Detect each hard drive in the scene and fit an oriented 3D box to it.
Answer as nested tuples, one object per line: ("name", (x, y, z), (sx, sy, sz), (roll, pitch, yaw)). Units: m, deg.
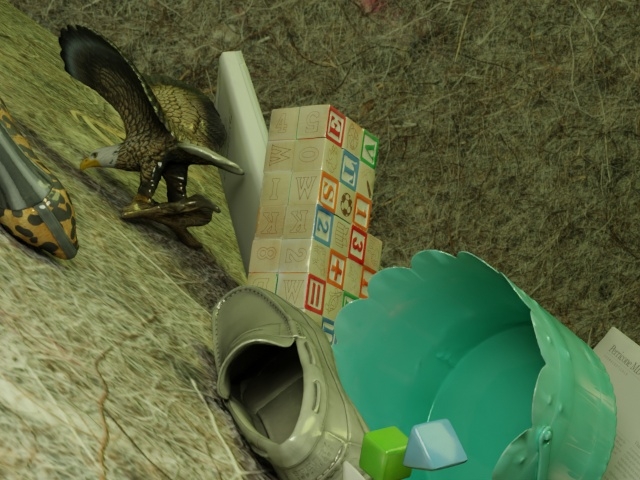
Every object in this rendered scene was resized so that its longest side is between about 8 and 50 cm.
("hard drive", (-0.102, -0.090, 1.611), (0.040, 0.203, 0.307), (-7, 52, -15))

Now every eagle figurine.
("eagle figurine", (-0.241, -0.158, 1.585), (0.225, 0.298, 0.226), (-3, -20, -17))

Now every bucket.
("bucket", (0.146, 0.165, 1.136), (0.183, 0.281, 0.281), (32, 8, -40))

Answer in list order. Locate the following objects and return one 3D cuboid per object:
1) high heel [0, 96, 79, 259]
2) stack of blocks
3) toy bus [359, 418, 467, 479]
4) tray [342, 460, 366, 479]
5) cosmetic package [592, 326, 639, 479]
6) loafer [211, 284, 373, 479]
("high heel", (-0.327, -0.067, 1.166), (0.186, 0.093, 0.261), (59, -15, -18))
("stack of blocks", (0.000, 0.000, 1.421), (0.087, 0.297, 0.171), (-1, -16, 31))
("toy bus", (0.038, 0.230, 0.700), (0.104, 0.202, 0.191), (-5, 41, -35))
("tray", (0.091, 0.284, 0.798), (0.270, 0.030, 0.145), (44, -20, 47))
("cosmetic package", (0.341, 0.286, 1.258), (0.097, 0.284, 0.377), (36, 6, -18))
("loafer", (-0.044, 0.122, 1.066), (0.111, 0.112, 0.319), (44, 2, -33))
